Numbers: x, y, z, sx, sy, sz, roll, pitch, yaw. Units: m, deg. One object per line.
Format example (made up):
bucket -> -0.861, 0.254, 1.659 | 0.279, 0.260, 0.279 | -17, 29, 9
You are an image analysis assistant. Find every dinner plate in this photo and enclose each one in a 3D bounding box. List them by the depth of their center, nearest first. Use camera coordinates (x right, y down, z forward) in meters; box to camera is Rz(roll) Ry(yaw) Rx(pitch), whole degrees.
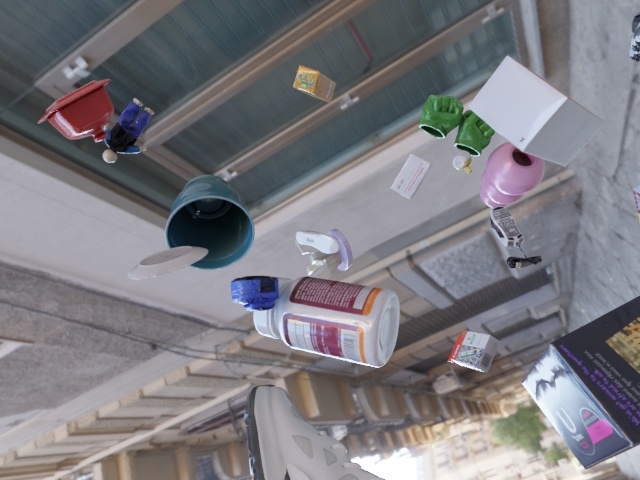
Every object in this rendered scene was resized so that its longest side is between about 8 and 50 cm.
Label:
dinner plate -> -0.267, 0.033, 0.874 | 0.141, 0.141, 0.017 | -66, -35, -70

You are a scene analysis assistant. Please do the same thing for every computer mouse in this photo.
computer mouse -> 0.527, -0.009, 1.395 | 0.042, 0.106, 0.192 | 116, 137, -59

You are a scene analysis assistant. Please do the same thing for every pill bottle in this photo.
pill bottle -> 0.016, 0.226, 1.482 | 0.224, 0.393, 0.223 | -27, -60, -60

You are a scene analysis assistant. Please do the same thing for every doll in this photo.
doll -> -0.536, -0.294, 1.390 | 0.129, 0.189, 0.046 | 38, 175, -37

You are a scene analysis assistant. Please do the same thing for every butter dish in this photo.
butter dish -> -0.540, -0.282, 1.157 | 0.160, 0.160, 0.118 | -45, -62, -30

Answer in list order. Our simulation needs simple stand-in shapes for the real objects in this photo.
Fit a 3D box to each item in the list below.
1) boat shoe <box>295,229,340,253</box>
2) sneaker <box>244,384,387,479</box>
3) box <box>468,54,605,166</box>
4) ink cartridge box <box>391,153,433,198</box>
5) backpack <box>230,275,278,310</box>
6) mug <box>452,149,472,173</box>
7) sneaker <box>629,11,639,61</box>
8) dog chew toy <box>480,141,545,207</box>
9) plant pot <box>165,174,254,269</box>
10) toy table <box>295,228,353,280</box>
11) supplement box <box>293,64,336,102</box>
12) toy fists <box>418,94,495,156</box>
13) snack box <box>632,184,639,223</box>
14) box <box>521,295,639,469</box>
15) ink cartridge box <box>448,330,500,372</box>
boat shoe -> 0.000, 0.000, 1.745 | 0.063, 0.184, 0.066 | -22, -66, -49
sneaker -> 0.051, 0.346, 0.644 | 0.447, 0.258, 0.169 | -122, 26, -58
box -> 0.621, -0.357, 1.428 | 0.346, 0.168, 0.215 | 0, -137, -47
ink cartridge box -> 0.239, -0.168, 1.305 | 0.060, 0.104, 0.180 | 32, -166, 8
backpack -> -0.185, 0.145, 1.385 | 0.120, 0.098, 0.101 | 4, -105, -30
mug -> 0.485, -0.268, 1.707 | 0.078, 0.062, 0.064 | 22, -152, 16
sneaker -> 0.699, -0.453, 1.060 | 0.234, 0.078, 0.106 | -17, -74, -62
dog chew toy -> 0.720, -0.234, 1.940 | 0.331, 0.207, 0.206 | 95, 155, -65
plant pot -> -0.366, -0.087, 1.653 | 0.271, 0.272, 0.255 | 50, -169, -35
toy table -> 0.020, 0.069, 2.132 | 0.252, 0.161, 0.274 | 55, 164, 24
supplement box -> -0.015, -0.522, 1.683 | 0.078, 0.080, 0.233 | 21, -165, 10
toy fists -> 0.482, -0.411, 1.748 | 0.279, 0.142, 0.096 | 23, 175, -12
snack box -> 0.872, -0.035, 1.229 | 0.207, 0.070, 0.174 | 51, -174, -35
box -> 0.438, 0.165, 0.665 | 0.165, 0.271, 0.143 | 77, 166, -56
ink cartridge box -> 0.277, 0.204, 0.940 | 0.029, 0.062, 0.115 | 33, 166, -18
